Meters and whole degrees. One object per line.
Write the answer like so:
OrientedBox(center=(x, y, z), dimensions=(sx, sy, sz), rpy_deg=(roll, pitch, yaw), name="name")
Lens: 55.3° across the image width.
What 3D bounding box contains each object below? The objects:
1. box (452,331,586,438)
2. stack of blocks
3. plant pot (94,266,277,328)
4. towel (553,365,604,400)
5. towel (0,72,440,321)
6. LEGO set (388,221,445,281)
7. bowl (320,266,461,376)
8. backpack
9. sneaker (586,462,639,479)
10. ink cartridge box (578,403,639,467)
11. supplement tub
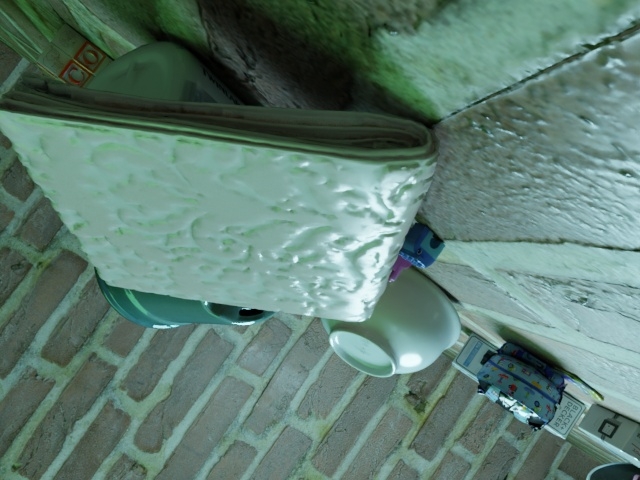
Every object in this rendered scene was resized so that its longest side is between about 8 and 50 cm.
OrientedBox(center=(0.457, 0.339, 1.440), dimensions=(0.290, 0.087, 0.169), rpy_deg=(33, 175, 16), name="box")
OrientedBox(center=(-0.456, -0.317, 1.215), dimensions=(0.171, 0.087, 0.297), rpy_deg=(37, 175, -23), name="stack of blocks")
OrientedBox(center=(-0.240, 0.035, 1.272), dimensions=(0.334, 0.341, 0.341), rpy_deg=(2, 151, 48), name="plant pot")
OrientedBox(center=(0.454, 0.253, 1.074), dimensions=(0.083, 0.009, 0.060), rpy_deg=(36, 176, -19), name="towel")
OrientedBox(center=(-0.081, -0.017, 0.566), dimensions=(0.317, 0.053, 0.331), rpy_deg=(8, 154, 0), name="towel")
OrientedBox(center=(0.063, -0.003, 0.726), dimensions=(0.227, 0.093, 0.087), rpy_deg=(39, 174, -37), name="LEGO set")
OrientedBox(center=(0.108, 0.169, 1.181), dimensions=(0.298, 0.134, 0.297), rpy_deg=(24, 147, 16), name="bowl")
OrientedBox(center=(0.368, 0.264, 1.123), dimensions=(0.158, 0.116, 0.173), rpy_deg=(33, 175, 25), name="backpack")
OrientedBox(center=(0.637, 0.460, 1.099), dimensions=(0.296, 0.104, 0.147), rpy_deg=(8, 157, 30), name="sneaker")
OrientedBox(center=(0.577, 0.375, 1.128), dimensions=(0.104, 0.060, 0.180), rpy_deg=(36, 175, -7), name="ink cartridge box")
OrientedBox(center=(-0.133, -0.066, 0.771), dimensions=(0.207, 0.207, 0.338), rpy_deg=(31, 174, 42), name="supplement tub")
